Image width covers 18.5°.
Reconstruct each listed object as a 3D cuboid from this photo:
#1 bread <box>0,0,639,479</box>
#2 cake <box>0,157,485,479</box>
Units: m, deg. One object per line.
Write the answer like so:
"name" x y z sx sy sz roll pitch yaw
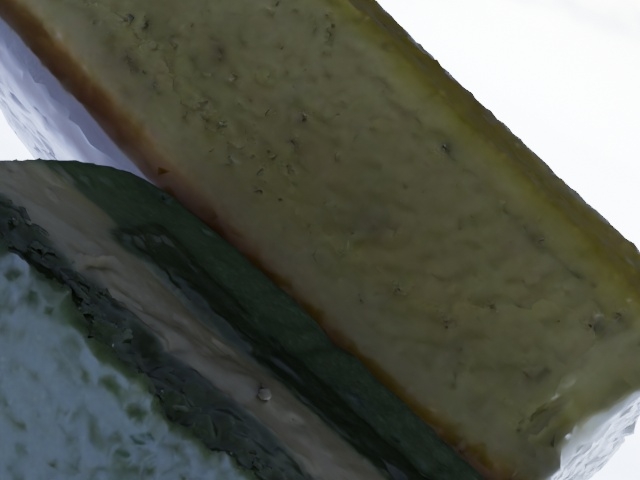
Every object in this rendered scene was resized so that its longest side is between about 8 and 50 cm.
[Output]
"bread" 0.000 0.000 0.879 0.333 0.143 0.323 45 171 15
"cake" -0.014 0.068 0.618 0.284 0.172 0.158 7 -173 26
